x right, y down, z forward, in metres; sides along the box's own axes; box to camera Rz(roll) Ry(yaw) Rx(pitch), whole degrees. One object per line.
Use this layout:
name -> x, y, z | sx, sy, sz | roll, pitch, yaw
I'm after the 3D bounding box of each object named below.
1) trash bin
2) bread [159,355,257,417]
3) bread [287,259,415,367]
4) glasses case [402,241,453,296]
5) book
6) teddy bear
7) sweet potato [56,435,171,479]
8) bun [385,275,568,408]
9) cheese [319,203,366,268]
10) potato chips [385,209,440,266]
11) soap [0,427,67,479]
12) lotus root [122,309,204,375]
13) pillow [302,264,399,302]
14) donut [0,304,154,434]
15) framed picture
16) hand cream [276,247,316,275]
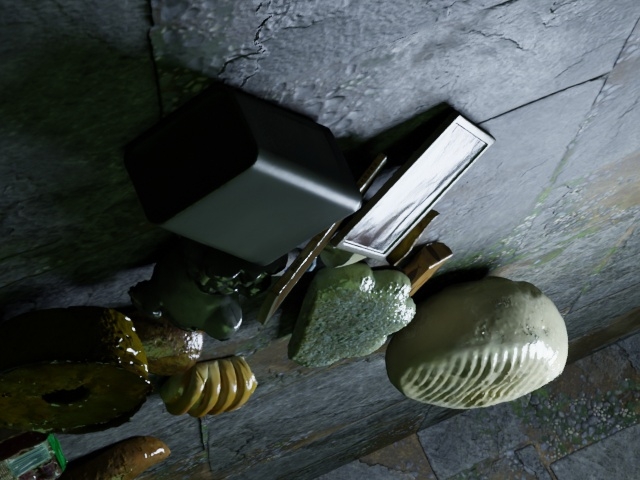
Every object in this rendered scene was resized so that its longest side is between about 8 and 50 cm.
trash bin -> -0.088, -0.070, 1.419 | 0.164, 0.122, 0.240 | -32, 159, 20
bread -> -0.200, 0.265, 2.223 | 0.177, 0.084, 0.119 | -3, 151, -41
bread -> 0.059, 0.124, 2.054 | 0.207, 0.056, 0.286 | -6, 146, -15
glasses case -> 0.165, 0.061, 2.217 | 0.065, 0.041, 0.170 | -27, 165, -36
book -> -0.001, -0.001, 1.669 | 0.241, 0.018, 0.170 | -51, 177, -19
teddy bear -> -0.129, 0.045, 1.641 | 0.171, 0.144, 0.251 | -31, 170, -34
sweet potato -> -0.457, 0.476, 2.428 | 0.342, 0.092, 0.114 | -26, 178, 2
bun -> 0.301, 0.192, 2.470 | 0.362, 0.234, 0.326 | -12, 156, 6
cheese -> 0.083, -0.012, 1.900 | 0.127, 0.049, 0.235 | -45, 164, 27
potato chips -> 0.139, 0.000, 1.958 | 0.037, 0.026, 0.204 | -41, 173, -26
soap -> -0.500, 0.342, 2.005 | 0.218, 0.098, 0.273 | -21, 161, -14
lotus root -> -0.252, 0.145, 1.823 | 0.191, 0.094, 0.108 | 8, 109, -49
pillow -> 0.044, 0.120, 2.175 | 0.173, 0.067, 0.270 | -16, 160, -11
donut -> -0.350, 0.175, 1.687 | 0.272, 0.107, 0.272 | -5, 151, -3
framed picture -> 0.133, -0.072, 1.753 | 0.250, 0.016, 0.184 | -47, 158, 10
hand cream -> -0.075, 0.029, 1.818 | 0.171, 0.043, 0.065 | 3, 141, -47
